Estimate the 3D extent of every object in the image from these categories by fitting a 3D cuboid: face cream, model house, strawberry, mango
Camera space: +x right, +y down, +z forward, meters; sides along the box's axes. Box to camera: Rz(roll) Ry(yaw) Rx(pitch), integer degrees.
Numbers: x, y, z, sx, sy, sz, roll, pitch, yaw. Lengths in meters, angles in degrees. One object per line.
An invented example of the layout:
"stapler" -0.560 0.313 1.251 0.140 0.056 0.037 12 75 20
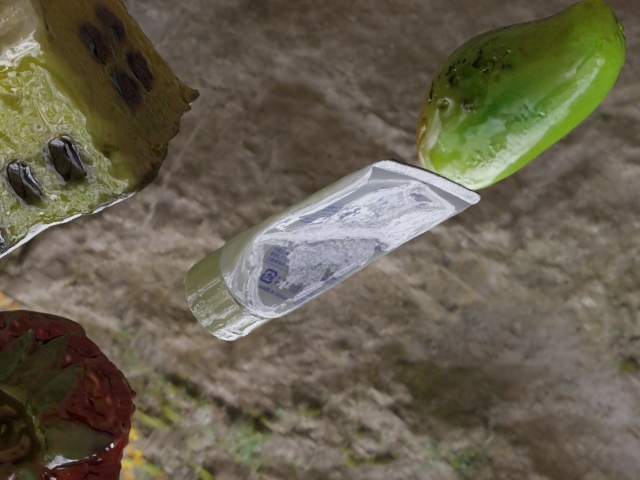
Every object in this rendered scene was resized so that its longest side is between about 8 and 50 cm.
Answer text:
"face cream" 0.000 0.000 0.858 0.114 0.224 0.070 17 -129 -46
"model house" -0.229 -0.128 0.822 0.234 0.193 0.174 61 -156 -19
"strawberry" -0.375 0.250 1.274 0.295 0.345 0.317 36 -126 6
"mango" 0.178 -0.139 1.061 0.125 0.233 0.111 40 -146 -10
